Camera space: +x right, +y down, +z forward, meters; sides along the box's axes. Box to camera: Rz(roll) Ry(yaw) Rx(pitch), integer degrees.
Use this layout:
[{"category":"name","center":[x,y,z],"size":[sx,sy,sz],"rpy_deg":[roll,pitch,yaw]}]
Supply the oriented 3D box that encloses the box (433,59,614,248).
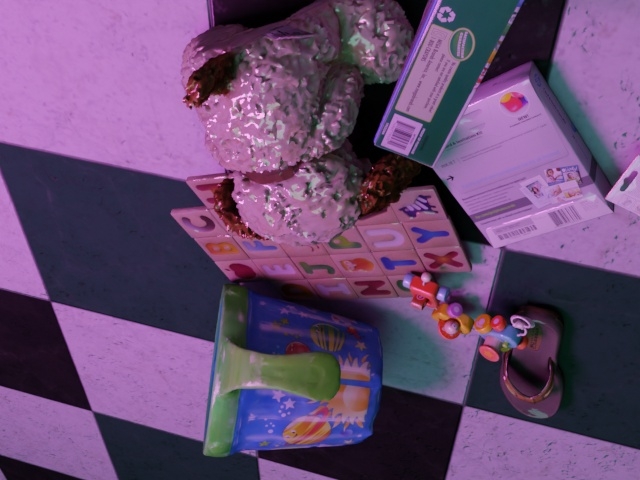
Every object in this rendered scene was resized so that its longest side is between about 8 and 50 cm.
[{"category":"box","center":[0.202,-0.082,0.847],"size":[0.145,0.038,0.186],"rpy_deg":[-21,125,37]}]

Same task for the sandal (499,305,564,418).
[{"category":"sandal","center":[0.284,0.176,1.067],"size":[0.090,0.060,0.219],"rpy_deg":[9,137,15]}]

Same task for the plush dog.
[{"category":"plush dog","center":[-0.031,-0.096,0.785],"size":[0.262,0.210,0.225],"rpy_deg":[-8,118,28]}]

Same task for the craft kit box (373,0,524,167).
[{"category":"craft kit box","center":[0.125,-0.220,0.577],"size":[0.061,0.246,0.250],"rpy_deg":[20,139,-2]}]

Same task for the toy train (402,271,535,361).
[{"category":"toy train","center":[0.178,0.101,0.998],"size":[0.166,0.046,0.125],"rpy_deg":[22,162,20]}]

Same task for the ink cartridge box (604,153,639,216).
[{"category":"ink cartridge box","center":[0.357,-0.047,0.817],"size":[0.115,0.029,0.063],"rpy_deg":[25,127,-2]}]

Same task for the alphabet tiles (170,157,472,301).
[{"category":"alphabet tiles","center":[0.000,0.000,0.991],"size":[0.342,0.011,0.285],"rpy_deg":[-4,146,24]}]

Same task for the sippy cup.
[{"category":"sippy cup","center":[-0.037,0.186,1.100],"size":[0.224,0.305,0.240],"rpy_deg":[7,114,-7]}]
